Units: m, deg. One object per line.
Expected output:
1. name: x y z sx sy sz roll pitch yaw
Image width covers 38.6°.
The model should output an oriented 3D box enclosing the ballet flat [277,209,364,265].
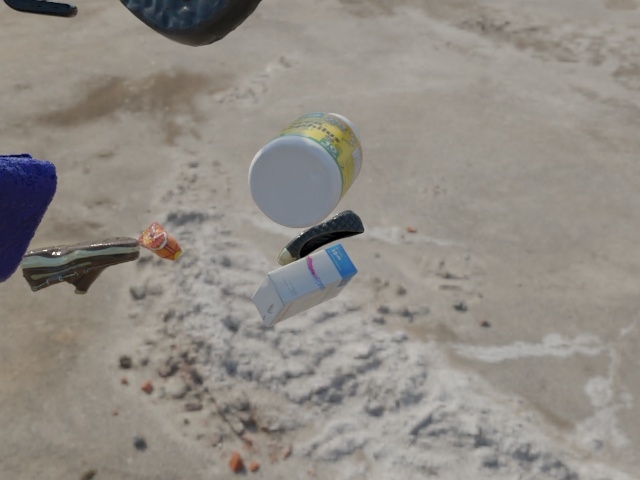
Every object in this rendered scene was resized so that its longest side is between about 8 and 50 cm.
1. ballet flat: 0.000 0.000 1.656 0.173 0.057 0.049 -30 66 -11

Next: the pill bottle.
1. pill bottle: -0.009 -0.102 1.194 0.118 0.117 0.208 5 21 14

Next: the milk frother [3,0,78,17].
1. milk frother: -0.338 -0.339 1.074 0.135 0.129 0.143 12 -6 8

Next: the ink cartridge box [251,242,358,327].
1. ink cartridge box: -0.023 0.061 1.244 0.122 0.088 0.052 -24 73 -30

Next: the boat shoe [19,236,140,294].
1. boat shoe: -0.446 0.052 1.720 0.258 0.095 0.095 -6 8 25

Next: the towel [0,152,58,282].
1. towel: -0.514 -0.028 1.174 0.308 0.227 0.076 -1 45 -49

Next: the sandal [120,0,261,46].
1. sandal: -0.090 -0.317 0.654 0.168 0.107 0.445 -27 61 21

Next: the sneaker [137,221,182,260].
1. sneaker: -0.341 0.007 1.932 0.064 0.067 0.175 -48 27 -3
